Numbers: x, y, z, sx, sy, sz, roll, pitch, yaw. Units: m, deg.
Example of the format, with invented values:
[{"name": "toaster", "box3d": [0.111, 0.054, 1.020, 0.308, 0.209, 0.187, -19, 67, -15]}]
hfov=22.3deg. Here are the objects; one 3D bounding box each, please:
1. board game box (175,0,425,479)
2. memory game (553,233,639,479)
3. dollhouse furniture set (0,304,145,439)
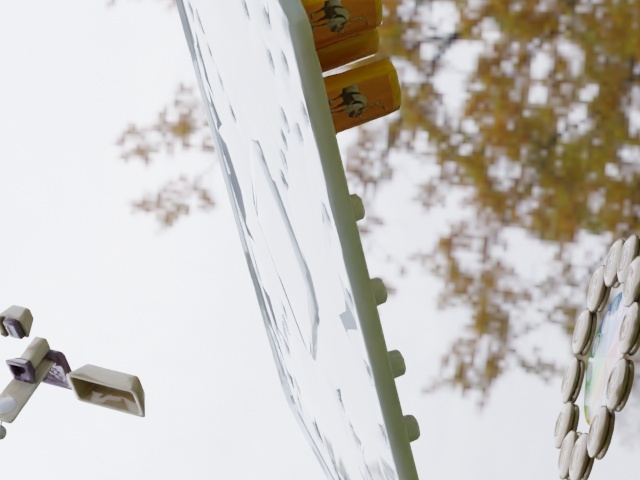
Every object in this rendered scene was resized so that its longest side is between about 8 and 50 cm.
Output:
[{"name": "board game box", "box3d": [0.000, 0.000, 0.937, 0.390, 0.050, 0.390, -127, 20, -66]}, {"name": "memory game", "box3d": [0.198, 0.084, 1.150, 0.186, 0.012, 0.186, -165, 90, -87]}, {"name": "dollhouse furniture set", "box3d": [-0.200, 0.115, 1.229, 0.081, 0.114, 0.091, -57, -33, -37]}]
